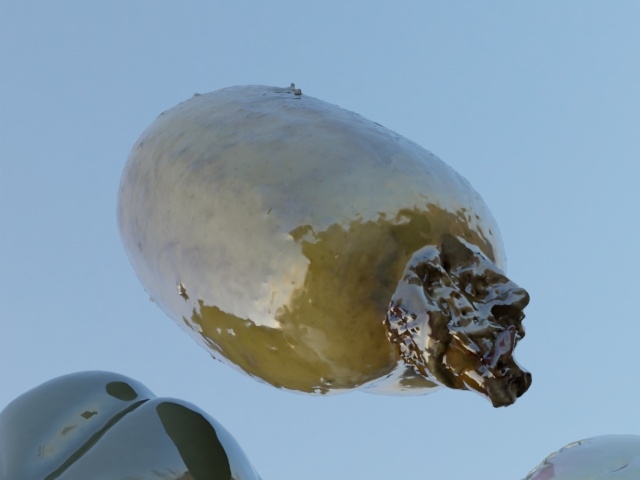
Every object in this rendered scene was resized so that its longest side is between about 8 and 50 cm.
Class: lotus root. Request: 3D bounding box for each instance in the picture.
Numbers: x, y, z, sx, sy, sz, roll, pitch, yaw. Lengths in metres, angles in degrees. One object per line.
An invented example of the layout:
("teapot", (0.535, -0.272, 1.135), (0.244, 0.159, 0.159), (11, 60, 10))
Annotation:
("lotus root", (0.000, 0.000, 0.744), (0.169, 0.343, 0.151), (1, -77, -29))

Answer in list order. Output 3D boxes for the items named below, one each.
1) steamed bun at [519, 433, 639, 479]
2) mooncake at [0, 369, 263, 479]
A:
("steamed bun", (0.158, 0.184, 0.558), (0.152, 0.238, 0.170), (-44, -21, 22))
("mooncake", (-0.149, 0.190, 0.757), (0.275, 0.275, 0.135), (-34, -55, -18))
